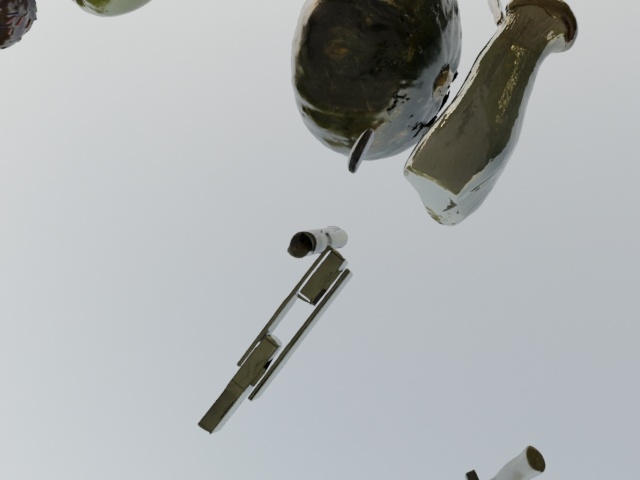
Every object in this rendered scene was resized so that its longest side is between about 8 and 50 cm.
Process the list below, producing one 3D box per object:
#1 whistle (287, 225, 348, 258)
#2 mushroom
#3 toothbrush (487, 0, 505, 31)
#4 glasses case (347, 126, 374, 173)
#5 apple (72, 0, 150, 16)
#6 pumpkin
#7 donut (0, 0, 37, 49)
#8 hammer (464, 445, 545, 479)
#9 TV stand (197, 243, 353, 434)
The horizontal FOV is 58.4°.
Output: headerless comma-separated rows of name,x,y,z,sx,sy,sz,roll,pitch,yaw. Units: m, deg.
whistle,0.000,-0.001,1.303,0.068,0.326,0.057,6,-85,13
mushroom,0.236,-0.183,0.801,0.122,0.159,0.328,30,-91,9
toothbrush,0.368,-0.461,1.178,0.037,0.375,0.028,21,-47,-12
glasses case,0.063,-0.149,0.930,0.023,0.083,0.033,20,-27,13
apple,-0.486,-0.646,1.272,0.292,0.292,0.254,32,-95,21
pumpkin,0.133,-0.399,1.282,0.344,0.454,0.453,18,-71,26
donut,-0.708,-0.486,1.178,0.230,0.216,0.095,106,-15,-55
hammer,0.157,0.210,0.486,0.013,0.198,0.062,-16,-121,-7
TV stand,-0.049,0.116,0.649,0.042,0.036,0.249,37,-93,11
